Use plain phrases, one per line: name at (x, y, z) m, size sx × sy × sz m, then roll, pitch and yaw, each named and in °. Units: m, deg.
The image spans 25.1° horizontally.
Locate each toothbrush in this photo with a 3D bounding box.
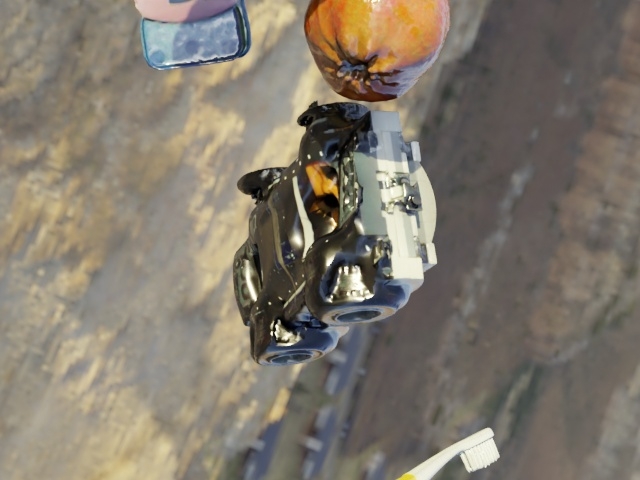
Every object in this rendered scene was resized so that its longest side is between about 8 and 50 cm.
toothbrush at (0.047, 0.166, 0.935) m, size 0.021 × 0.024 × 0.288 m, roll -30°, pitch 170°, yaw 33°

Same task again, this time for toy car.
toy car at (0.001, 0.000, 1.305) m, size 0.301 × 0.118 × 0.193 m, roll 136°, pitch -51°, yaw -61°

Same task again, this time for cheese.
cheese at (-0.123, -0.288, 1.208) m, size 0.074 × 0.189 × 0.285 m, roll -136°, pitch -142°, yaw -83°

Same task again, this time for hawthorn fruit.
hawthorn fruit at (0.044, -0.172, 1.127) m, size 0.128 × 0.128 × 0.128 m, roll 20°, pitch 90°, yaw -74°
